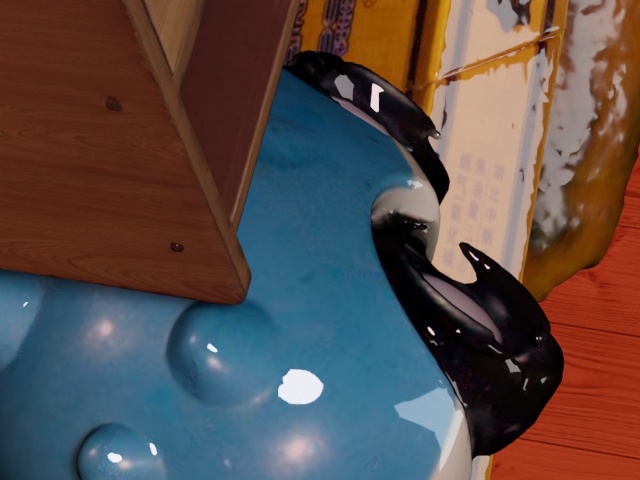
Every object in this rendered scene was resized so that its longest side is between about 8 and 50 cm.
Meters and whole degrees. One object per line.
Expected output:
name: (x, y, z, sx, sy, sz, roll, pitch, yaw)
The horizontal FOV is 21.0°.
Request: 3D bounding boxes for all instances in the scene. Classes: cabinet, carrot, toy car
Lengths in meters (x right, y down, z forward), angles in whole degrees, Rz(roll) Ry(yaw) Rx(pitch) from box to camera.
cabinet: (-0.077, -0.111, 0.449, 0.215, 0.148, 0.175, 73, 28, -63)
carrot: (0.078, -0.124, 0.987, 0.241, 0.241, 0.341, -16, 117, -78)
toy car: (-0.049, 0.031, 0.617, 0.188, 0.190, 0.255, -53, -148, 22)

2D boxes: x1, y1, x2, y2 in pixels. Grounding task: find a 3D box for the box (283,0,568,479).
box: (0.000, 0.000, 0.793, 0.084, 0.193, 0.302, 17, 81, -42)
